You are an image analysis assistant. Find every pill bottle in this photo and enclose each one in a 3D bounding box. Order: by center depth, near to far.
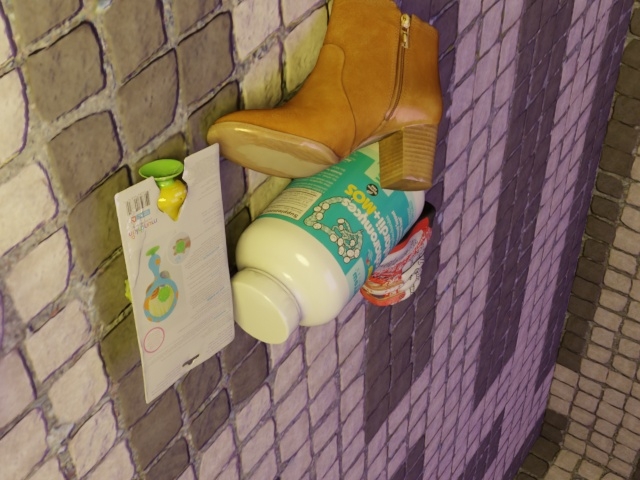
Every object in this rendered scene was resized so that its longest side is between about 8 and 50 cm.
[{"bbox_3d":[0.000,0.000,1.167,0.264,0.146,0.146,-49,151,-33],"label":"pill bottle"}]

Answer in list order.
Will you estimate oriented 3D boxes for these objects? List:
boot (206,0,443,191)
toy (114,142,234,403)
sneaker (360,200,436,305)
[{"bbox_3d":[0.011,-0.175,1.093,0.295,0.104,0.211,8,75,-33],"label":"boot"},{"bbox_3d":[-0.153,0.028,0.995,0.137,0.056,0.237,-35,136,-43],"label":"toy"},{"bbox_3d":[0.083,0.039,1.438,0.270,0.090,0.145,-31,136,-55],"label":"sneaker"}]
